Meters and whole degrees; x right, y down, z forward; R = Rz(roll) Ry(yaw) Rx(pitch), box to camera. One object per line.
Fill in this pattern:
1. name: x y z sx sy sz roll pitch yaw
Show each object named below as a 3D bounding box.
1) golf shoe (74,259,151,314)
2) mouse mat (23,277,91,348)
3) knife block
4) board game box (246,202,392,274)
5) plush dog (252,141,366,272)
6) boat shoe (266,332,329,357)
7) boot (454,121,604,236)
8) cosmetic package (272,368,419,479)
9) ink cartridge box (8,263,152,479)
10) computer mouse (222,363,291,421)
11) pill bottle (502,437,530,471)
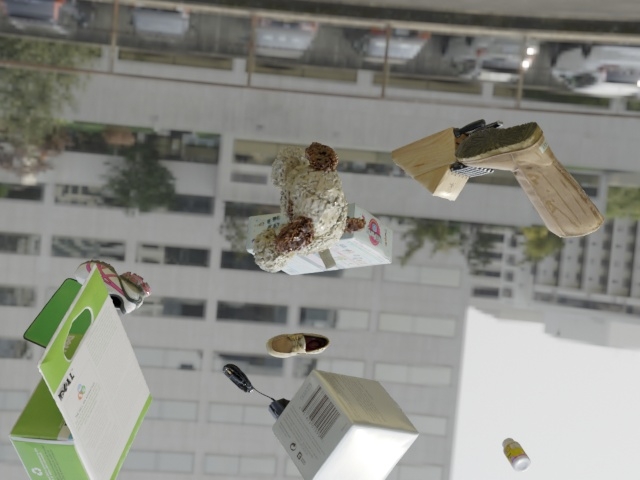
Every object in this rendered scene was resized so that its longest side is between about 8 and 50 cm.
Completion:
1. golf shoe: -0.431 0.093 2.018 0.186 0.067 0.086 15 -131 32
2. mouse mat: -0.591 0.181 2.384 0.152 0.190 0.007 20 148 21
3. knife block: 0.331 -0.238 2.550 0.088 0.242 0.276 13 -157 -41
4. board game box: 0.000 0.000 2.555 0.303 0.097 0.224 -6 160 28
5. plush dog: -0.013 -0.062 1.960 0.210 0.262 0.225 13 169 3
6. boat shoe: -0.044 0.207 2.042 0.135 0.050 0.045 -3 163 -32
7. boot: 0.437 -0.116 2.144 0.236 0.089 0.269 -2 135 53
8. cosmetic package: 0.045 0.347 1.839 0.183 0.151 0.151 18 -157 -42
9. ink cartridge box: -0.320 0.182 1.293 0.097 0.255 0.189 0 -141 16
10. computer mouse: -0.118 0.353 2.208 0.242 0.041 0.071 34 142 4
11. pill bottle: 0.437 0.479 2.273 0.043 0.043 0.083 4 -157 -15
